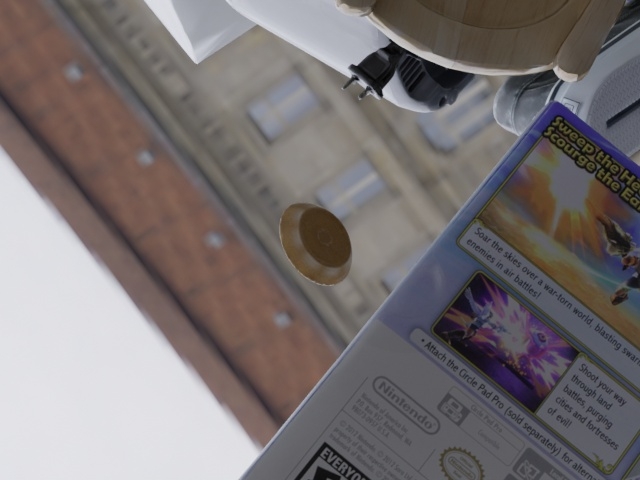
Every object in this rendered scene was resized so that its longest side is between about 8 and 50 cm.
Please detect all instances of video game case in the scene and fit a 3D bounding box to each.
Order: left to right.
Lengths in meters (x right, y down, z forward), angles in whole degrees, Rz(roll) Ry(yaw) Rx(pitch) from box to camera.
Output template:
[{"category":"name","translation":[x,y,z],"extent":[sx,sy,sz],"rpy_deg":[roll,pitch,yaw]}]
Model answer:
[{"category":"video game case","translation":[0.133,0.110,0.860],"extent":[0.269,0.244,0.061],"rpy_deg":[39,157,4]}]

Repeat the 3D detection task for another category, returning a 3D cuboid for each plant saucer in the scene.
[{"category":"plant saucer","translation":[0.000,0.000,1.752],"extent":[0.083,0.015,0.083],"rpy_deg":[22,-127,-32]}]

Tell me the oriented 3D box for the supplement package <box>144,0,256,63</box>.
[{"category":"supplement package","translation":[-0.112,-0.306,1.377],"extent":[0.293,0.177,0.175],"rpy_deg":[52,171,31]}]

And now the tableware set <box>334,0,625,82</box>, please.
[{"category":"tableware set","translation":[0.088,-0.075,0.416],"extent":[0.168,0.020,0.141],"rpy_deg":[22,-124,3]}]

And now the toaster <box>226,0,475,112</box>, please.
[{"category":"toaster","translation":[0.038,-0.169,0.985],"extent":[0.146,0.227,0.129],"rpy_deg":[29,158,28]}]

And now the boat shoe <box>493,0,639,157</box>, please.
[{"category":"boat shoe","translation":[0.275,-0.167,1.589],"extent":[0.119,0.335,0.121],"rpy_deg":[26,130,39]}]
